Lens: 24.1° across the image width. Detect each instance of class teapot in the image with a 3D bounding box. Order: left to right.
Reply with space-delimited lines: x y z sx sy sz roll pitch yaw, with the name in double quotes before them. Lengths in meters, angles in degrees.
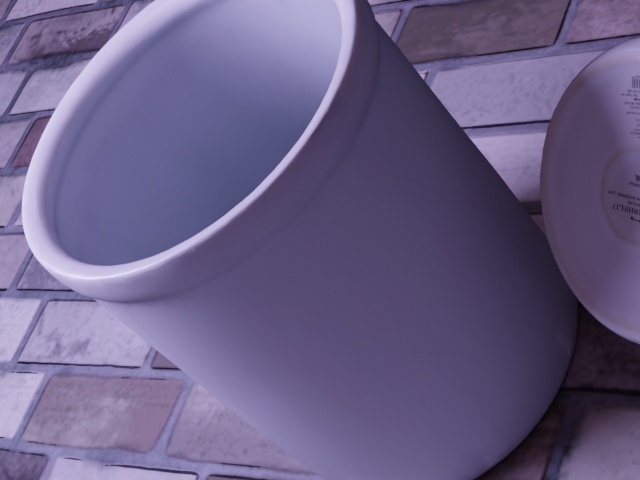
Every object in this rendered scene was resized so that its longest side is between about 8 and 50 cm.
"teapot" 0.298 -0.041 1.124 0.256 0.187 0.252 63 142 26

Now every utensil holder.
"utensil holder" 0.000 0.000 1.271 0.327 0.385 0.327 -25 43 25
